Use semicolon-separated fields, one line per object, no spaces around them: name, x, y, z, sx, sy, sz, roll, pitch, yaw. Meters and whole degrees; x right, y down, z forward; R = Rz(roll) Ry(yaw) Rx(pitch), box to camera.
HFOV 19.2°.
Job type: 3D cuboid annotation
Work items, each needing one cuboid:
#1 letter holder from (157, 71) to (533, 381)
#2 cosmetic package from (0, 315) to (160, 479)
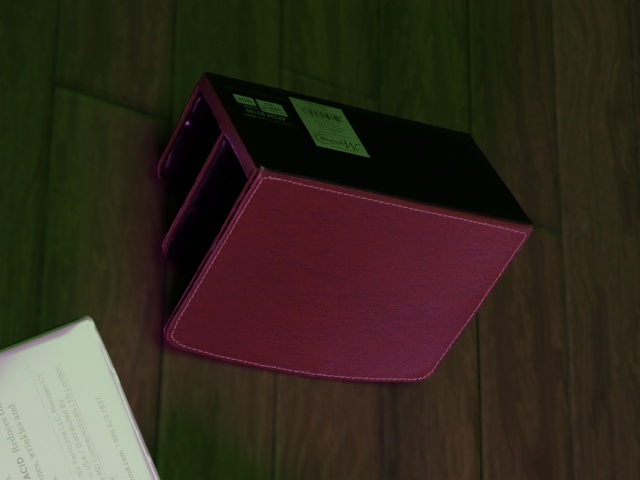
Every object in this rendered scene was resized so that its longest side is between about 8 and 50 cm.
letter holder;0.000;0.000;1.733;0.302;0.214;0.152;11;33;-33
cosmetic package;-0.315;0.198;1.265;0.385;0.217;0.156;-23;86;-17
